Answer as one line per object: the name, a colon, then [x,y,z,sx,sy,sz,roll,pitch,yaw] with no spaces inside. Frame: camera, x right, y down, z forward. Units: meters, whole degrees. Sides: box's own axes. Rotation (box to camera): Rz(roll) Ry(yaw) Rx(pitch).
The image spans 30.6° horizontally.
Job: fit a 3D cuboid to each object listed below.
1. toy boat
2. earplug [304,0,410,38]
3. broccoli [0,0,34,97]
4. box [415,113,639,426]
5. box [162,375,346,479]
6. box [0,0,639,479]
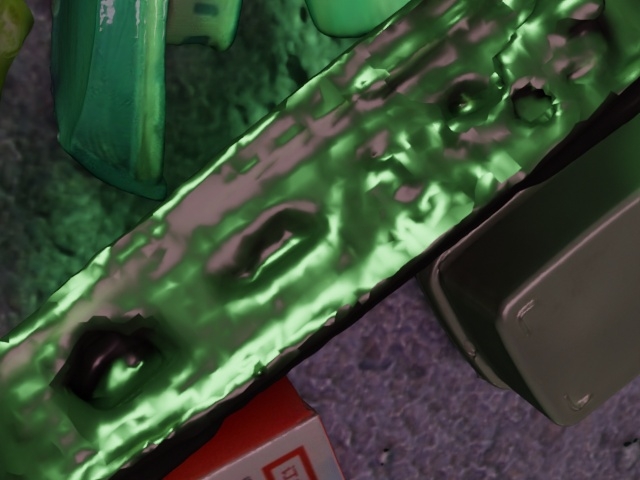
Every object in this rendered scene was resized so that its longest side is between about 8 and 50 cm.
toy boat: [-0.084,-0.125,0.627,0.102,0.088,0.215,-1,110,-28]
earplug: [-0.021,-0.273,0.536,0.185,0.185,0.324,-42,112,-3]
broccoli: [-0.227,0.048,0.589,0.252,0.221,0.361,40,91,4]
box: [0.176,0.006,0.772,0.210,0.129,0.148,-38,120,-5]
box: [-0.031,0.215,0.813,0.123,0.050,0.229,-29,119,-13]
box: [0.000,0.000,0.586,0.359,0.350,0.091,-37,86,-5]
